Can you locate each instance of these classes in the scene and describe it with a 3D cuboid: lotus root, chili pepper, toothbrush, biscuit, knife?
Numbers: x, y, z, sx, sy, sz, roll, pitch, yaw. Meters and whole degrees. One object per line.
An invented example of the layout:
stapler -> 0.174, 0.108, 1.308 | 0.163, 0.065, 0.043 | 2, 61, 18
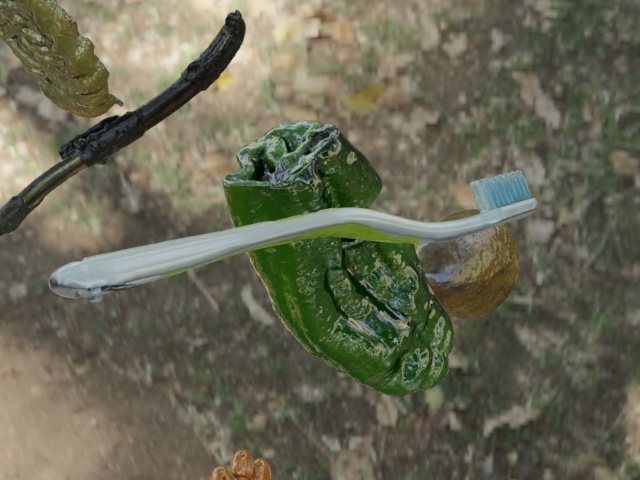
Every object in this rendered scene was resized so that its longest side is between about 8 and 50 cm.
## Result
lotus root -> 0.128, 0.026, 1.623 | 0.094, 0.190, 0.108 | 3, 96, 26
chili pepper -> 0.011, 0.020, 1.059 | 0.083, 0.253, 0.099 | 24, 70, 35
toothbrush -> 0.000, 0.000, 0.717 | 0.263, 0.022, 0.026 | -12, 80, -39
biscuit -> -0.276, -0.212, 1.588 | 0.036, 0.273, 0.187 | -44, 33, -16
knife -> -0.132, -0.073, 1.101 | 0.222, 0.045, 0.021 | -39, 64, 8

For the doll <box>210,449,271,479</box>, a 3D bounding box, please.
doll -> -0.087, 0.311, 1.601 | 0.135, 0.143, 0.221 | 6, 77, 27
